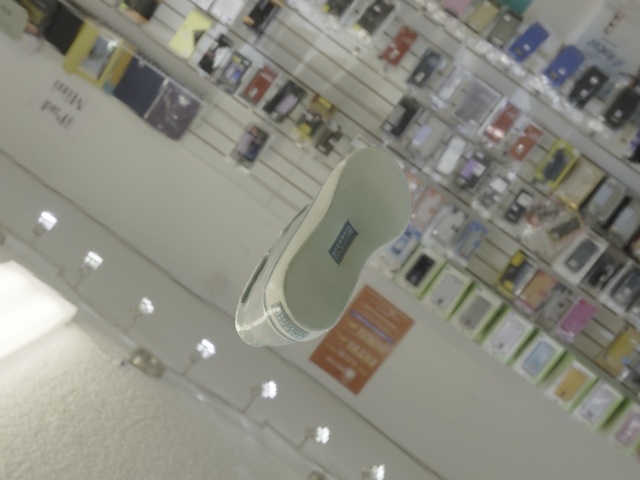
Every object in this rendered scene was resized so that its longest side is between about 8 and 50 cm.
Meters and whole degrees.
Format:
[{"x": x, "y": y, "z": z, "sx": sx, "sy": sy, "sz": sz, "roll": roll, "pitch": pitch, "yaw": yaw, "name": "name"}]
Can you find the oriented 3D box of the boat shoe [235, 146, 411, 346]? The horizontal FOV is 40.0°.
[{"x": 0.000, "y": 0.001, "z": 0.698, "sx": 0.079, "sy": 0.081, "sz": 0.227, "roll": 54, "pitch": -140, "yaw": -15, "name": "boat shoe"}]
